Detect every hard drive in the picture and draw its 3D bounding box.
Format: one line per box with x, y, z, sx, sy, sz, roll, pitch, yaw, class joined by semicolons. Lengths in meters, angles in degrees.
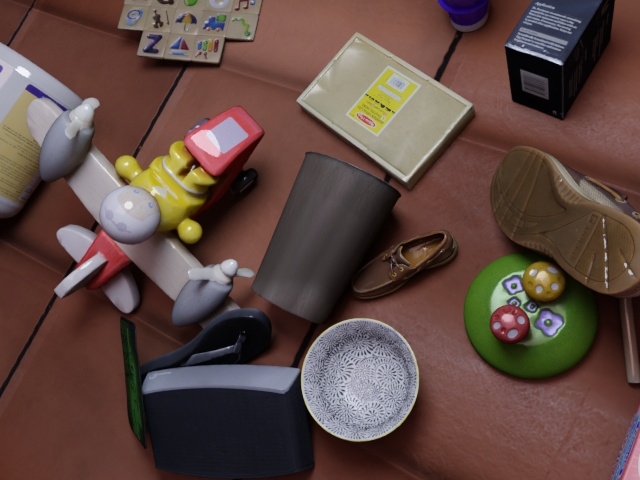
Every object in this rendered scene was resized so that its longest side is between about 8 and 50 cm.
-0.145;0.274;0.936;0.255;0.054;0.172;-5;99;17;hard drive

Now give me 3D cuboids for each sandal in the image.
-0.178;0.192;0.989;0.254;0.097;0.054;-33;35;17;sandal

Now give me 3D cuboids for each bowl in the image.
0.065;0.203;0.907;0.170;0.080;0.170;-6;70;18;bowl

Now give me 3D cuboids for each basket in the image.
0.000;0.000;0.957;0.154;0.204;0.226;26;89;-18;basket

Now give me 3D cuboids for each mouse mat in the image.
-0.296;0.217;0.986;0.007;0.153;0.189;-6;91;-26;mouse mat

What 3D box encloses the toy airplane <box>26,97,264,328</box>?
-0.292;-0.034;1.004;0.386;0.272;0.384;4;96;3;toy airplane

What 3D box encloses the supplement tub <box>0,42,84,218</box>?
-0.639;-0.192;1.205;0.241;0.241;0.331;30;84;26;supplement tub

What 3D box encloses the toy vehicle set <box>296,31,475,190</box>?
0.105;-0.226;1.063;0.267;0.035;0.166;41;89;26;toy vehicle set

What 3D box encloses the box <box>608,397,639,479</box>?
0.423;0.270;0.716;0.142;0.154;0.300;21;81;24;box

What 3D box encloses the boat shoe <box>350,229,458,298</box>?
0.121;0.031;0.956;0.178;0.060;0.064;-27;65;9;boat shoe

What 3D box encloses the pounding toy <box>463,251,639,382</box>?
0.307;0.092;0.842;0.237;0.110;0.182;2;73;21;pounding toy

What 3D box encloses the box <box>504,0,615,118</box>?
0.356;-0.294;0.931;0.093;0.156;0.158;30;84;27;box

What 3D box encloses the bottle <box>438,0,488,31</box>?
0.212;-0.430;0.957;0.092;0.283;0.118;-14;69;15;bottle

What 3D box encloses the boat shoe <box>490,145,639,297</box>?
0.345;-0.025;0.829;0.123;0.123;0.342;-67;23;18;boat shoe

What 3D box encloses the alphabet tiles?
-0.251;-0.515;1.271;0.285;0.011;0.342;7;75;9;alphabet tiles
